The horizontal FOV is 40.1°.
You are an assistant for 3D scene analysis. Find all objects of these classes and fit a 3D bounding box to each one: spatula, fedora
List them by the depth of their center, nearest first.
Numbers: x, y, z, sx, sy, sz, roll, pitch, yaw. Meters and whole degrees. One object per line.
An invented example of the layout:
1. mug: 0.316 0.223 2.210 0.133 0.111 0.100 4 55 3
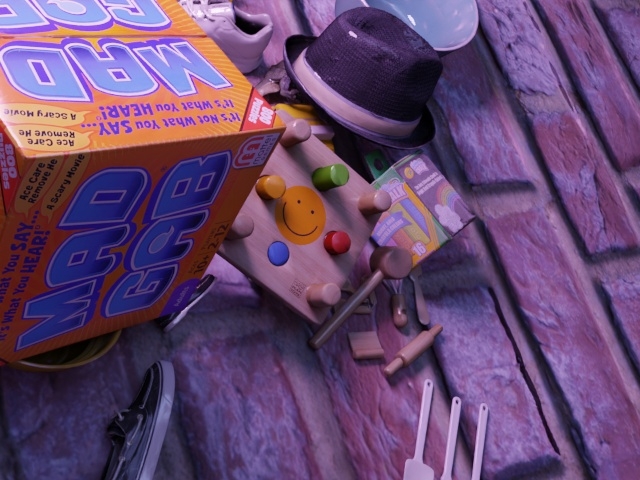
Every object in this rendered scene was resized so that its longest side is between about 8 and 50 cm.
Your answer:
1. spatula: 0.216 0.359 1.473 0.168 0.019 0.242 26 54 -16
2. fedora: 0.103 -0.312 1.579 0.334 0.152 0.334 24 37 -19

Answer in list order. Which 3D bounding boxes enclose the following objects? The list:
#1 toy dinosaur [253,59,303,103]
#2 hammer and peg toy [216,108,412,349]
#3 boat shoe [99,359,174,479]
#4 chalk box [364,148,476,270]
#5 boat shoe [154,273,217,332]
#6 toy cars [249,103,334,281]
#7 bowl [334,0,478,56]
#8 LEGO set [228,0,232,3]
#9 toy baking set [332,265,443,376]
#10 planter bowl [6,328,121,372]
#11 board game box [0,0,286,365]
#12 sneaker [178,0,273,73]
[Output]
1. toy dinosaur: -0.063 -0.295 1.632 0.118 0.064 0.268 29 46 22
2. hammer and peg toy: 0.000 0.000 1.399 0.361 0.127 0.266 40 66 -23
3. boat shoe: -0.255 0.261 1.204 0.070 0.078 0.219 22 57 -21
4. chalk box: 0.150 -0.070 1.584 0.213 0.132 0.132 51 36 5
5. boat shoe: -0.209 0.089 1.350 0.038 0.046 0.125 47 59 -7
6. toy cars: -0.056 -0.105 1.522 0.176 0.087 0.394 34 52 -11
7. bowl: 0.152 -0.472 1.805 0.311 0.163 0.311 15 57 -25
8. LEGO set: -0.201 -0.471 1.640 0.227 0.093 0.087 0 24 -3
9. toy baking set: 0.129 0.118 1.547 0.256 0.030 0.197 -28 80 -39
10. planter bowl: -0.386 0.111 1.184 0.217 0.090 0.217 21 36 -16
11. board game box: -0.339 -0.111 1.097 0.356 0.356 0.356 -15 58 -47
12. sneaker: -0.222 -0.391 1.555 0.297 0.129 0.111 3 65 -28
